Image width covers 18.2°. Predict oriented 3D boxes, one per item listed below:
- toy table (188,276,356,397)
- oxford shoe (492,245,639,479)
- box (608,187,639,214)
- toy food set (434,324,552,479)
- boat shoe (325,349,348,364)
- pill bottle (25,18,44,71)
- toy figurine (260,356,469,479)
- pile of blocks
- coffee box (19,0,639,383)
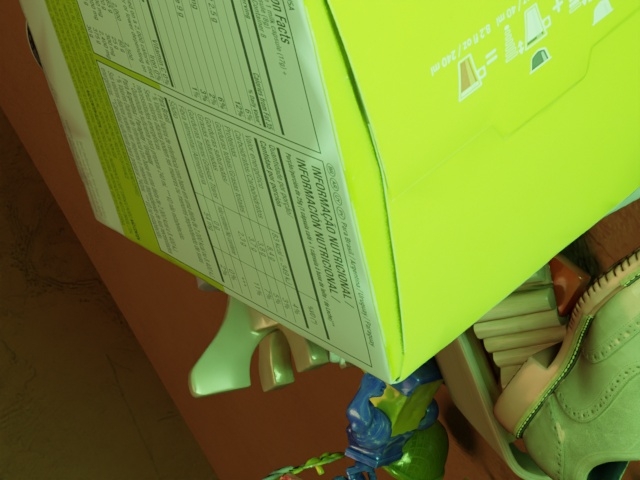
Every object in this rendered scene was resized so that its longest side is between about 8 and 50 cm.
[{"bbox_3d":[-0.045,0.086,2.364,0.274,0.252,0.160,106,152,-81],"label":"toy table"},{"bbox_3d":[0.257,0.088,1.520,0.130,0.123,0.348,54,149,17],"label":"oxford shoe"},{"bbox_3d":[0.193,-0.080,1.556,0.101,0.087,0.102,49,160,41],"label":"box"},{"bbox_3d":[0.159,0.075,1.957,0.220,0.092,0.306,-131,18,-74],"label":"toy food set"},{"bbox_3d":[0.000,0.003,2.042,0.118,0.103,0.320,97,153,-45],"label":"boat shoe"},{"bbox_3d":[-0.268,-0.270,2.538,0.323,0.181,0.181,24,139,65],"label":"pill bottle"},{"bbox_3d":[0.112,0.191,2.138,0.191,0.362,0.217,29,106,25],"label":"toy figurine"},{"bbox_3d":[0.182,0.009,1.759,0.113,0.149,0.362,-11,123,29],"label":"pile of blocks"},{"bbox_3d":[0.024,-0.173,1.360,0.334,0.338,0.338,27,143,40],"label":"coffee box"}]
